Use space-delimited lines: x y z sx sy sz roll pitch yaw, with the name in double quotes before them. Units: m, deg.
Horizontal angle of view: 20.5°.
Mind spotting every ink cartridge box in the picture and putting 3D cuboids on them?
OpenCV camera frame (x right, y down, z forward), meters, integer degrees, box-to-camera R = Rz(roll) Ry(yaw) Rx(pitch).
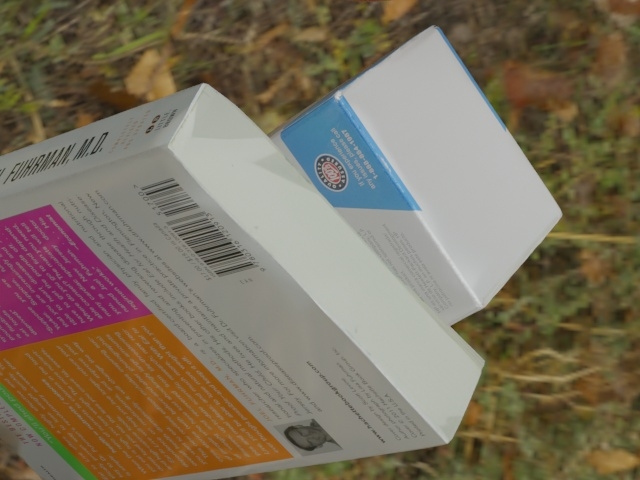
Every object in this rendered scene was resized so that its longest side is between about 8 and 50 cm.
"ink cartridge box" 0.000 0.000 0.680 0.092 0.143 0.090 56 36 -5

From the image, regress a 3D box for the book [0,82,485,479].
"book" -0.045 0.017 0.423 0.096 0.144 0.035 46 54 -26
